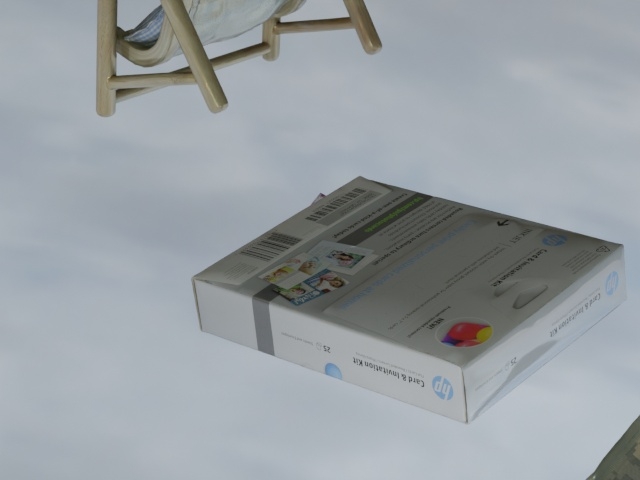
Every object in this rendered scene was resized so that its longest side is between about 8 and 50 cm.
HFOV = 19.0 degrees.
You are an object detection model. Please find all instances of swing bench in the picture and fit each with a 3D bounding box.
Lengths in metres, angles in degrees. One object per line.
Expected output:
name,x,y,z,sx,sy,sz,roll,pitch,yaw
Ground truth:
swing bench,-0.094,-0.269,1.794,0.165,0.254,0.253,1,-162,41

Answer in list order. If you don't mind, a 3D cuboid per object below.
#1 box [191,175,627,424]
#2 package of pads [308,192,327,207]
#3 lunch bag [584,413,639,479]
box,0.047,0.026,1.028,0.186,0.038,0.145,15,-146,39
package of pads,0.000,0.000,1.656,0.050,0.083,0.032,38,-130,2
lunch bag,0.364,0.224,1.597,0.235,0.169,0.287,41,-178,14
